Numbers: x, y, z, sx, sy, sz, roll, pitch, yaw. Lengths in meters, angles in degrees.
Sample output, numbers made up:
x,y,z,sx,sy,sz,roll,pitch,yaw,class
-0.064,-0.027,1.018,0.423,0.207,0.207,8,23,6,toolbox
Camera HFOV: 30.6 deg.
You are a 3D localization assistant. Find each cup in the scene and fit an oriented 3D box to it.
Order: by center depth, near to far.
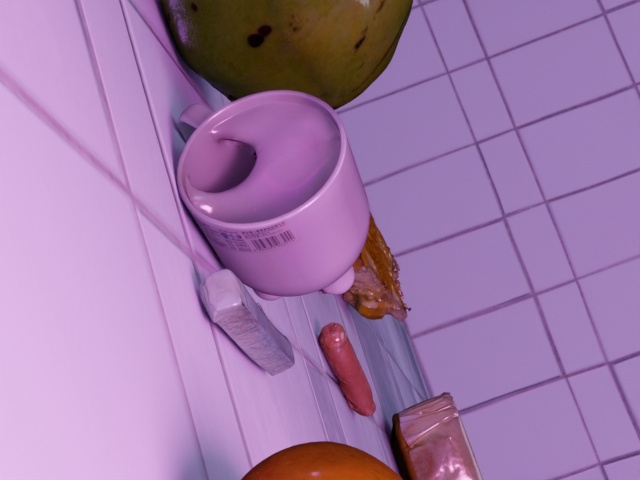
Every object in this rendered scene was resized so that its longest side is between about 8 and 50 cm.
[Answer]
x,y,z,sx,sy,sz,roll,pitch,yaw,class
-0.046,-0.027,0.943,0.142,0.174,0.134,66,38,-52,cup

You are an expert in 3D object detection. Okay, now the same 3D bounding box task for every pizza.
x,y,z,sx,sy,sz,roll,pitch,yaw,class
0.057,0.021,1.852,0.223,0.089,0.323,60,11,-28,pizza

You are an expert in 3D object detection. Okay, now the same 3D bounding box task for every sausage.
x,y,z,sx,sy,sz,roll,pitch,yaw,class
0.036,0.161,1.405,0.042,0.036,0.158,-60,141,-35,sausage

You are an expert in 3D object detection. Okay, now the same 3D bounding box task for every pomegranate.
x,y,z,sx,sy,sz,roll,pitch,yaw,class
-0.043,-0.241,1.123,0.254,0.271,0.254,7,80,-46,pomegranate

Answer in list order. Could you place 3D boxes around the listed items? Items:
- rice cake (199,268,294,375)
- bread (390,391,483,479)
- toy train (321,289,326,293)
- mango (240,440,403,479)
x,y,z,sx,sy,sz,roll,pitch,yaw,class
-0.054,0.064,0.890,0.180,0.030,0.042,60,7,-66,rice cake
0.176,0.345,1.763,0.192,0.110,0.209,75,-4,-80,bread
0.000,0.000,1.562,0.087,0.050,0.138,-88,157,-68,toy train
0.006,0.182,0.621,0.221,0.120,0.151,80,-6,-82,mango
